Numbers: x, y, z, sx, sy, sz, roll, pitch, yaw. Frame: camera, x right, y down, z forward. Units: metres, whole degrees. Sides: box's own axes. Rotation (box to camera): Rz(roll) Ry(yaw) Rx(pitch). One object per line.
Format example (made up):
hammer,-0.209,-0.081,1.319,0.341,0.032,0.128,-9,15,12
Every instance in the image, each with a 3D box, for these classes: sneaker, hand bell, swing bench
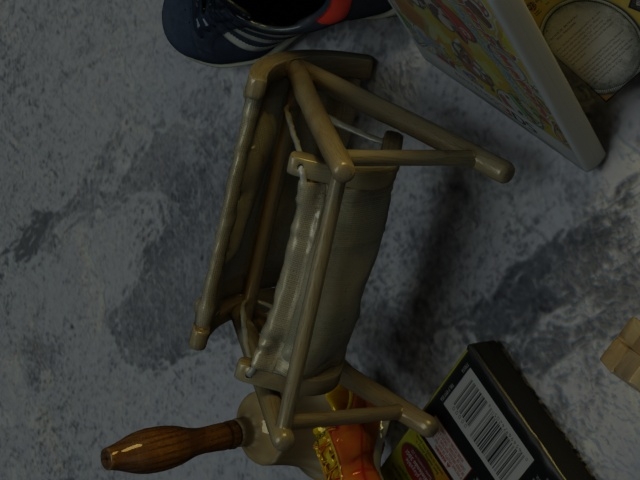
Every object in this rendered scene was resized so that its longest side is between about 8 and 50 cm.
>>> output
sneaker,-0.064,-0.230,1.628,0.350,0.148,0.131,-11,86,51
hand bell,-0.088,0.171,1.633,0.126,0.242,0.126,8,100,50
swing bench,0.000,0.000,1.542,0.255,0.165,0.253,42,126,51
sneaker,0.020,0.192,1.584,0.064,0.067,0.175,-56,20,37

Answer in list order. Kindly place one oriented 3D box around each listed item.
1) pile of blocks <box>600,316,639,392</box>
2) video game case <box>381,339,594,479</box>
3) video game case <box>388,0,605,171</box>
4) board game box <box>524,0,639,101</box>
pile of blocks,0.336,0.033,1.234,0.113,0.149,0.362,36,146,-9
video game case,0.146,0.264,1.525,0.275,0.035,0.248,56,133,29
video game case,0.108,-0.164,1.401,0.026,0.227,0.206,-45,50,-6
board game box,0.222,-0.226,1.298,0.165,0.042,0.243,41,134,-7
